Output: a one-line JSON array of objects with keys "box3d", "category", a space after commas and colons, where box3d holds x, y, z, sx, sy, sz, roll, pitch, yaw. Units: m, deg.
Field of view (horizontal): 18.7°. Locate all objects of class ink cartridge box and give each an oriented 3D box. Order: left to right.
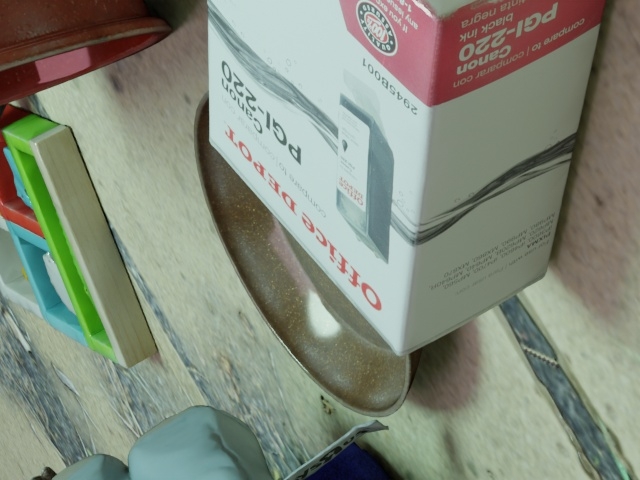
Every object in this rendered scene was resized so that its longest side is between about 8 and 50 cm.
[{"box3d": [0.028, -0.080, 0.817, 0.158, 0.092, 0.218, 48, 156, 29], "category": "ink cartridge box"}]

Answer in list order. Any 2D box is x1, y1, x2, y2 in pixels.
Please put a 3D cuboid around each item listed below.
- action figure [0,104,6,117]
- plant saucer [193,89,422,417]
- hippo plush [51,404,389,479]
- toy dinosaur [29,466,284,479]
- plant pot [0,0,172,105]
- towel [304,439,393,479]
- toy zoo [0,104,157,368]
[{"box3d": [-0.283, -0.190, 1.323, 0.185, 0.099, 0.285, 26, 153, 23], "category": "action figure"}, {"box3d": [0.000, 0.000, 1.044, 0.198, 0.036, 0.198, 46, 154, 31], "category": "plant saucer"}, {"box3d": [-0.049, 0.243, 1.121, 0.236, 0.294, 0.234, 63, -164, -18], "category": "hippo plush"}, {"box3d": [-0.084, 0.246, 1.382, 0.200, 0.127, 0.295, 43, 160, 35], "category": "toy dinosaur"}, {"box3d": [-0.253, -0.198, 1.094, 0.272, 0.272, 0.265, -12, 97, 67], "category": "plant pot"}, {"box3d": [0.082, 0.289, 1.157, 0.308, 0.076, 0.227, 45, 153, 35], "category": "towel"}, {"box3d": [-0.234, -0.021, 1.525, 0.293, 0.030, 0.192, 22, 136, 56], "category": "toy zoo"}]
